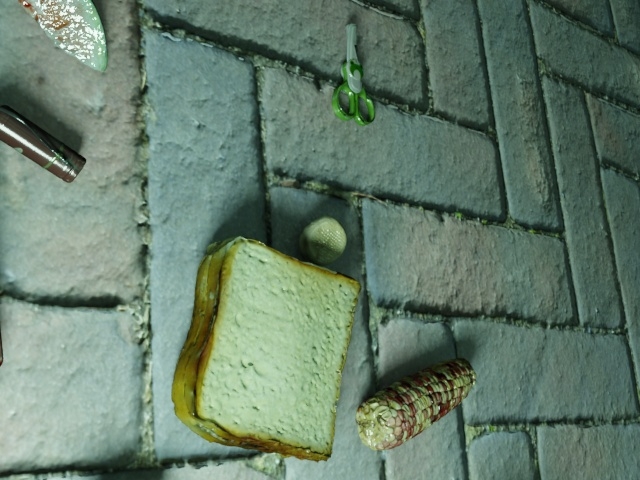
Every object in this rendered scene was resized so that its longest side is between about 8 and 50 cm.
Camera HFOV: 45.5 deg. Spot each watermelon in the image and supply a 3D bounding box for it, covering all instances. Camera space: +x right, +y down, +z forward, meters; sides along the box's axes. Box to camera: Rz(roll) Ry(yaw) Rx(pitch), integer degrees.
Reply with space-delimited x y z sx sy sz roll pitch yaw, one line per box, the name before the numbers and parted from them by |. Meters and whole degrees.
watermelon | -0.363 -0.328 1.099 0.094 0.081 0.180 -46 103 -13

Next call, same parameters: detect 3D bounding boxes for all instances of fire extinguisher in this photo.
fire extinguisher | -0.382 -0.136 1.002 0.157 0.078 0.045 38 60 -31

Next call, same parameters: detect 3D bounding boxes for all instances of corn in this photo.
corn | 0.173 0.277 1.335 0.289 0.098 0.098 -18 89 -46

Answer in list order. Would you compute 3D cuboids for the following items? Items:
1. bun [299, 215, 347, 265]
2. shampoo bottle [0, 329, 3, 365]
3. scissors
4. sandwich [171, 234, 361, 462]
bun | 0.000 0.000 1.298 0.086 0.055 0.086 -7 105 -28
shampoo bottle | -0.431 0.083 0.894 0.102 0.064 0.260 -3 79 -34
scissors | 0.061 -0.324 1.472 0.101 0.027 0.205 9 72 -42
sandwich | -0.081 0.165 1.149 0.271 0.099 0.301 23 65 -28
